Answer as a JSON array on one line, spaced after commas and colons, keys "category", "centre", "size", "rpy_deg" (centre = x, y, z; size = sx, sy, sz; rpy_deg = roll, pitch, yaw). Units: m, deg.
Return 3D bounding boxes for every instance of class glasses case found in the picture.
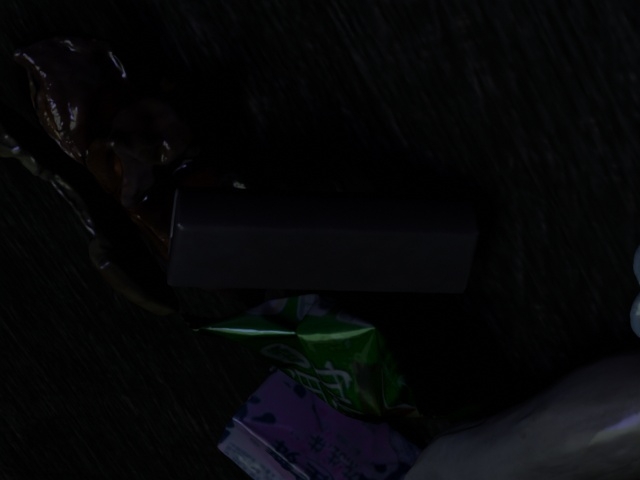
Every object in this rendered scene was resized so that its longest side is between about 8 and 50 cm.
[{"category": "glasses case", "centre": [0.002, 0.000, 0.887], "size": [0.191, 0.042, 0.072], "rpy_deg": [2, 136, -7]}]

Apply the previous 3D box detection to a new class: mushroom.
[{"category": "mushroom", "centre": [0.149, 0.145, 0.936], "size": [0.109, 0.097, 0.351], "rpy_deg": [11, 151, -22]}]

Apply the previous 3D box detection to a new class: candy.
[{"category": "candy", "centre": [0.018, 0.080, 0.998], "size": [0.203, 0.078, 0.141], "rpy_deg": [14, 163, 29]}, {"category": "candy", "centre": [0.008, 0.168, 1.117], "size": [0.160, 0.092, 0.073], "rpy_deg": [40, 148, -1]}]

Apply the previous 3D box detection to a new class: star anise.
[{"category": "star anise", "centre": [-0.102, -0.051, 0.973], "size": [0.214, 0.099, 0.220], "rpy_deg": [34, 166, 19]}]

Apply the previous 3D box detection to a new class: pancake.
[{"category": "pancake", "centre": [-0.184, -0.035, 1.056], "size": [0.235, 0.029, 0.212], "rpy_deg": [48, 180, 0]}]

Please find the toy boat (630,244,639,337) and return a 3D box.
[{"category": "toy boat", "centre": [0.279, 0.015, 0.667], "size": [0.199, 0.100, 0.290], "rpy_deg": [46, 147, -8]}]
